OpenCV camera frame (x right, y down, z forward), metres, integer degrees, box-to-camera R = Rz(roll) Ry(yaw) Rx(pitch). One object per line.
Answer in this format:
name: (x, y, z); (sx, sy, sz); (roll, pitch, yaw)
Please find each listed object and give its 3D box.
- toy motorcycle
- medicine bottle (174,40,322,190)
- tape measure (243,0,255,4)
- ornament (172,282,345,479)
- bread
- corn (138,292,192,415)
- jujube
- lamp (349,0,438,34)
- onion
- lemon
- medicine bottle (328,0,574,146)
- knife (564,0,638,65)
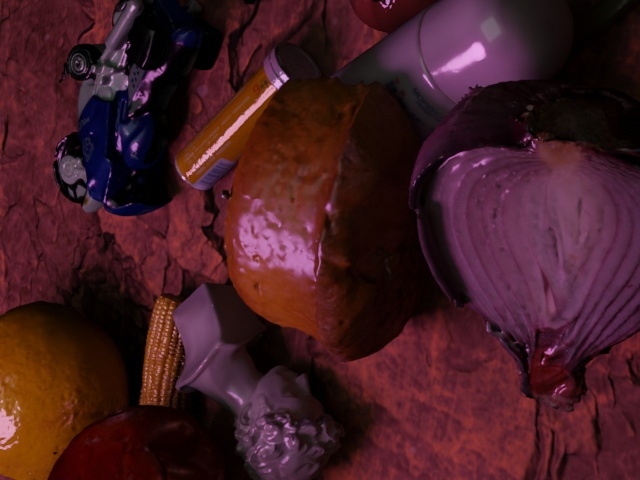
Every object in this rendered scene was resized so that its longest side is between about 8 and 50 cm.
toy motorcycle: (-0.243, -0.160, 1.788); (0.196, 0.125, 0.331); (43, 120, 26)
medicine bottle: (-0.093, -0.147, 1.696); (0.218, 0.074, 0.074); (-41, 68, 33)
tape measure: (-0.146, -0.427, 1.688); (0.258, 0.130, 0.265); (14, 96, 34)
ornament: (-0.091, 0.178, 1.684); (0.285, 0.120, 0.130); (48, 125, 27)
bread: (0.000, 0.000, 1.463); (0.194, 0.179, 0.340); (23, 142, 23)
corn: (-0.196, 0.170, 1.798); (0.072, 0.072, 0.203); (12, 99, 37)
jujube: (-0.239, 0.332, 1.677); (0.318, 0.223, 0.223); (-46, 65, 39)
lamp: (0.093, -0.307, 1.498); (0.182, 0.140, 0.182); (6, 100, 39)
onion: (0.227, -0.010, 1.310); (0.267, 0.159, 0.348); (13, 136, 15)
lemon: (-0.362, 0.191, 1.826); (0.240, 0.240, 0.219); (22, 95, 35)
medicine bottle: (0.121, -0.170, 1.435); (0.341, 0.130, 0.130); (-28, 75, 53)
knife: (0.338, -0.257, 1.376); (0.343, 0.027, 0.061); (-42, 51, 29)
